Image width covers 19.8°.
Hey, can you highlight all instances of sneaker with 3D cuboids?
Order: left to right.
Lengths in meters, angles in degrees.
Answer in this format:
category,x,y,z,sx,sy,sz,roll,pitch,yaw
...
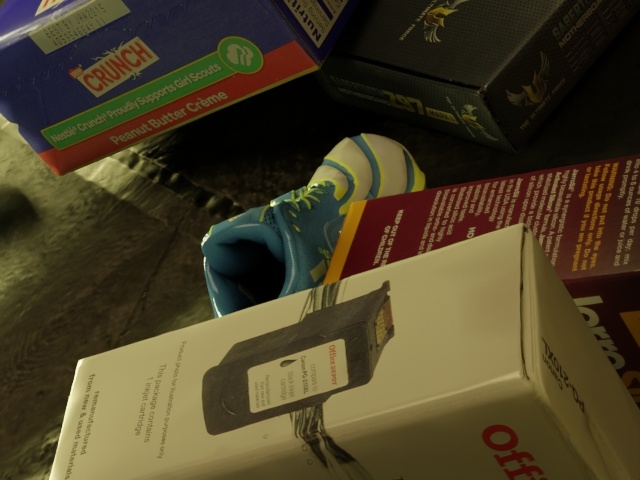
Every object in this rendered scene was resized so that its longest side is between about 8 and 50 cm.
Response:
category,x,y,z,sx,sy,sz,roll,pitch,yaw
sneaker,0.000,0.000,1.020,0.091,0.126,0.240,-17,41,23

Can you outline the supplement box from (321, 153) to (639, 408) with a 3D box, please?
category,x,y,z,sx,sy,sz,roll,pitch,yaw
supplement box,0.107,0.029,0.922,0.188,0.104,0.081,-9,45,32

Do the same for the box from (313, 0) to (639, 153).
category,x,y,z,sx,sy,sz,roll,pitch,yaw
box,0.122,-0.170,1.168,0.233,0.059,0.183,-49,38,-16

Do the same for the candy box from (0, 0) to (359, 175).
category,x,y,z,sx,sy,sz,roll,pitch,yaw
candy box,-0.066,-0.218,1.267,0.268,0.122,0.317,-16,33,42

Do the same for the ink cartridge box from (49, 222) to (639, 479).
category,x,y,z,sx,sy,sz,roll,pitch,yaw
ink cartridge box,0.023,0.111,0.840,0.237,0.172,0.100,-18,40,23
